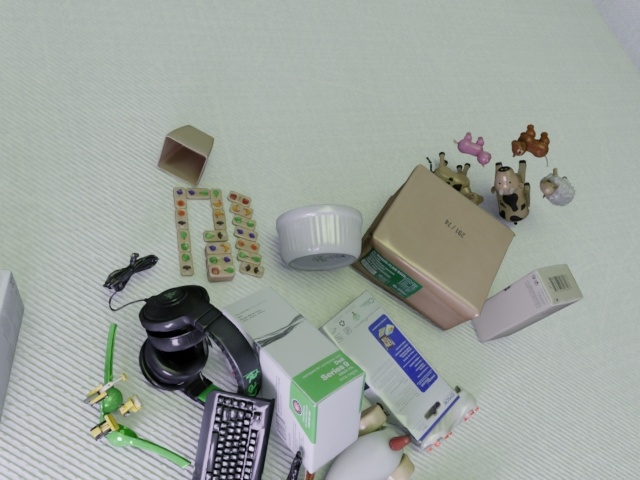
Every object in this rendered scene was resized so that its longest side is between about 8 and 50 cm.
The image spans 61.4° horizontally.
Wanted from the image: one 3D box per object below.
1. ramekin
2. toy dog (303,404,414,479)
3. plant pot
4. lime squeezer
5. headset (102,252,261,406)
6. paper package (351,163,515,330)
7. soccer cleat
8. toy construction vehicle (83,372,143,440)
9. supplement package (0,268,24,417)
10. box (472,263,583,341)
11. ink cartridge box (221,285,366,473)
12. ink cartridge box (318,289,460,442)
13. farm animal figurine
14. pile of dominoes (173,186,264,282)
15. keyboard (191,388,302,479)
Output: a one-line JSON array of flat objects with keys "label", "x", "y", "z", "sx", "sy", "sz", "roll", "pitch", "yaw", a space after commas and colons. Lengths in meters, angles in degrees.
[{"label": "ramekin", "x": 0.000, "y": 0.000, "z": 1.268, "sx": 0.207, "sy": 0.207, "sz": 0.108, "roll": 2, "pitch": 72, "yaw": -21}, {"label": "toy dog", "x": 0.066, "y": 0.467, "z": 1.063, "sx": 0.220, "sy": 0.161, "sz": 0.333, "roll": 38, "pitch": 56, "yaw": 1}, {"label": "plant pot", "x": -0.319, "y": -0.217, "z": 1.315, "sx": 0.109, "sy": 0.109, "sz": 0.096, "roll": 27, "pitch": 44, "yaw": -7}, {"label": "lime squeezer", "x": -0.368, "y": 0.312, "z": 1.014, "sx": 0.110, "sy": 0.059, "sz": 0.310, "roll": -37, "pitch": 74, "yaw": 11}, {"label": "headset", "x": -0.265, "y": 0.169, "z": 1.059, "sx": 0.394, "sy": 0.243, "sz": 0.185, "roll": 32, "pitch": 43, "yaw": 17}, {"label": "paper package", "x": 0.291, "y": 0.020, "z": 1.392, "sx": 0.325, "sy": 0.168, "sz": 0.309, "roll": 36, "pitch": 56, "yaw": -1}, {"label": "soccer cleat", "x": 0.283, "y": 0.410, "z": 1.245, "sx": 0.196, "sy": 0.068, "sz": 0.076, "roll": -27, "pitch": 62, "yaw": -33}, {"label": "toy construction vehicle", "x": -0.382, "y": 0.300, "z": 0.978, "sx": 0.098, "sy": 0.035, "sz": 0.085, "roll": -30, "pitch": 75, "yaw": -18}, {"label": "supplement package", "x": -0.639, "y": 0.195, "z": 0.900, "sx": 0.198, "sy": 0.199, "sz": 0.262, "roll": 7, "pitch": 61, "yaw": -18}, {"label": "box", "x": 0.498, "y": 0.160, "z": 1.334, "sx": 0.113, "sy": 0.275, "sz": 0.094, "roll": -7, "pitch": 66, "yaw": -27}, {"label": "ink cartridge box", "x": -0.060, "y": 0.255, "z": 1.033, "sx": 0.122, "sy": 0.211, "sz": 0.289, "roll": -25, "pitch": 45, "yaw": -31}, {"label": "ink cartridge box", "x": 0.154, "y": 0.290, "z": 1.252, "sx": 0.165, "sy": 0.065, "sz": 0.332, "roll": -34, "pitch": 78, "yaw": -33}, {"label": "farm animal figurine", "x": 0.515, "y": -0.162, "z": 1.556, "sx": 0.327, "sy": 0.331, "sz": 0.172, "roll": 43, "pitch": 48, "yaw": -31}, {"label": "pile of dominoes", "x": -0.238, "y": -0.024, "z": 1.277, "sx": 0.196, "sy": 0.040, "sz": 0.250, "roll": -2, "pitch": 65, "yaw": -23}, {"label": "keyboard", "x": -0.127, "y": 0.427, "z": 0.955, "sx": 0.202, "sy": 0.033, "sz": 0.316, "roll": 10, "pitch": 99, "yaw": 0}]
